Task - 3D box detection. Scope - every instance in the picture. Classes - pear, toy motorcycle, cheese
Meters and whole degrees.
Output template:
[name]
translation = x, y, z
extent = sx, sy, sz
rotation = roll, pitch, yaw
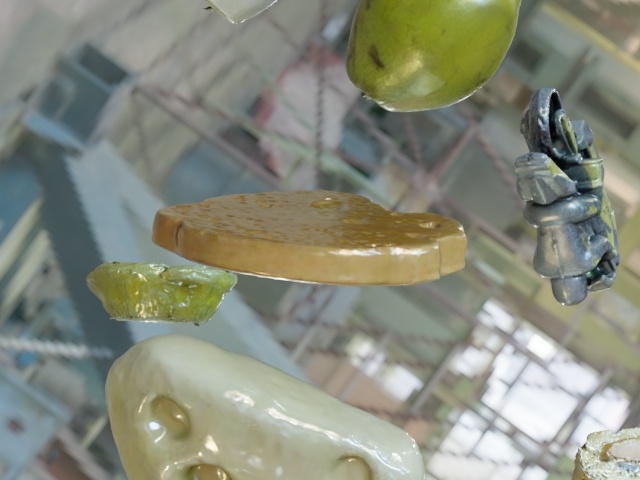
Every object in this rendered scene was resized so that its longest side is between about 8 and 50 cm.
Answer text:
[pear]
translation = 0.153, -0.287, 2.537
extent = 0.269, 0.212, 0.212
rotation = -48, 176, 2
[toy motorcycle]
translation = 0.177, -0.017, 1.354
extent = 0.193, 0.061, 0.124
rotation = 56, 35, -51
[cheese]
translation = -0.112, 0.268, 1.951
extent = 0.351, 0.328, 0.129
rotation = -53, -174, 23

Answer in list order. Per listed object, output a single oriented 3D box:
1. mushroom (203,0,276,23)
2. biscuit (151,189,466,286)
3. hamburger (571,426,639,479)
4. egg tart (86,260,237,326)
[mushroom]
translation = -0.051, -0.416, 2.422
extent = 0.329, 0.159, 0.122
rotation = -45, 147, 10
[biscuit]
translation = 0.000, 0.000, 2.059
extent = 0.351, 0.312, 0.057
rotation = -18, 116, -63
[hamburger]
translation = 0.338, 0.257, 2.005
extent = 0.176, 0.087, 0.102
rotation = -5, 146, -24
[egg tart]
translation = -0.210, 0.071, 2.472
extent = 0.197, 0.197, 0.078
rotation = 83, 10, -84
